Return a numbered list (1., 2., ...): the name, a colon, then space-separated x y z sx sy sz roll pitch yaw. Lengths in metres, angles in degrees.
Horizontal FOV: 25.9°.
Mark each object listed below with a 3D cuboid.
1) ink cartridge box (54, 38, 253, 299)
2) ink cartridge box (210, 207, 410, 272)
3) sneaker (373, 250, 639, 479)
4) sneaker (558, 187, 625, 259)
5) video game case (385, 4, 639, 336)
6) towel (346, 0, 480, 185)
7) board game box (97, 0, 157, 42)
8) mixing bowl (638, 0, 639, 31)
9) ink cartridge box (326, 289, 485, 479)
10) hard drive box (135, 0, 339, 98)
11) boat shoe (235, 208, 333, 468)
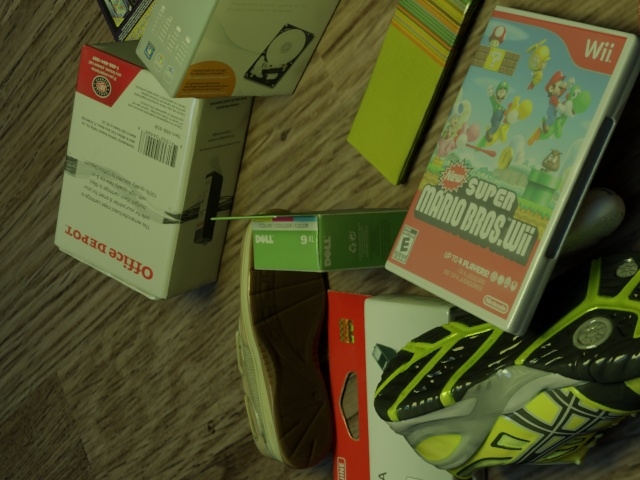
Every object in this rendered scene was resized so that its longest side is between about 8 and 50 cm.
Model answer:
1. ink cartridge box: -0.211 -0.090 1.737 0.197 0.114 0.272 25 114 29
2. ink cartridge box: 0.000 0.000 1.470 0.109 0.209 0.062 1 94 48
3. sneaker: 0.239 0.125 1.305 0.385 0.145 0.147 -20 122 37
4. sneaker: 0.184 -0.030 1.353 0.240 0.091 0.126 -30 73 47
5. video game case: 0.177 -0.073 1.308 0.204 0.025 0.285 28 96 55
6. towel: 0.097 -0.182 1.483 0.102 0.021 0.237 48 129 39
7. board game box: -0.222 -0.337 1.792 0.170 0.048 0.141 -43 66 42
8. mixing bowl: 0.348 -0.195 1.124 0.181 0.098 0.181 178 90 -69
9. ink cartridge box: 0.074 0.195 1.529 0.239 0.060 0.275 3 98 46
10. hard drive box: -0.075 -0.274 1.539 0.089 0.181 0.232 51 130 30
11. boat shoe: -0.056 0.114 1.629 0.098 0.109 0.302 0 99 55
